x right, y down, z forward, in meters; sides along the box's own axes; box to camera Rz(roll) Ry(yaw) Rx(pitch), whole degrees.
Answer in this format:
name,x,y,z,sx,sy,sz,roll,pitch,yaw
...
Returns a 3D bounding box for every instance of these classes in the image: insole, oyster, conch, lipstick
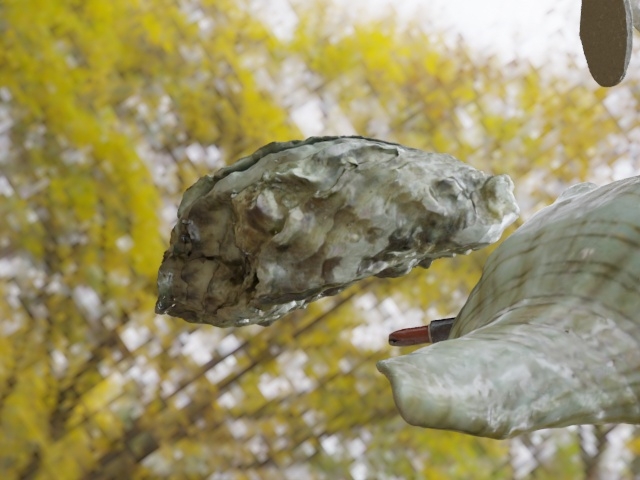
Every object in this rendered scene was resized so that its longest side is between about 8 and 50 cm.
name,x,y,z,sx,sy,sz,roll,pitch,yaw
insole,0.279,-0.245,1.917,0.063,0.010,0.192,-6,-98,46
oyster,0.000,0.000,1.493,0.267,0.198,0.112,-32,-126,36
conch,0.180,0.028,0.971,0.386,0.169,0.203,16,9,-40
lipstick,0.099,0.062,1.368,0.025,0.107,0.025,69,17,-48

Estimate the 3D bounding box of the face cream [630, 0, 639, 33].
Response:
name,x,y,z,sx,sy,sz,roll,pitch,yaw
face cream,0.348,-0.198,1.956,0.130,0.034,0.034,38,-13,-31
